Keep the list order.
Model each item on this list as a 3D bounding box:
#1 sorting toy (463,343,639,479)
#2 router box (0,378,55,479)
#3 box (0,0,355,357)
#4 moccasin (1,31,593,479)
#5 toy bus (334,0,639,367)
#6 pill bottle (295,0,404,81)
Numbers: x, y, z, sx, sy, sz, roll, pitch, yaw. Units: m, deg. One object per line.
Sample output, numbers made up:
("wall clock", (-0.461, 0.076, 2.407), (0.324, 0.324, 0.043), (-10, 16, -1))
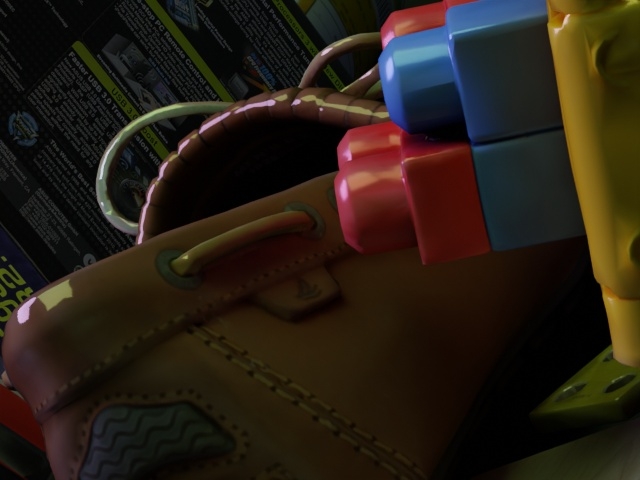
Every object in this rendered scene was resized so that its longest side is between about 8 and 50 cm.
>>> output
("sorting toy", (0.068, 0.092, 0.497), (0.132, 0.046, 0.274), (-25, 10, 37))
("router box", (-0.236, 0.200, 0.659), (0.335, 0.082, 0.301), (-22, 36, 53))
("box", (-0.087, -0.053, 0.829), (0.060, 0.270, 0.216), (-21, 25, 42))
("moccasin", (-0.002, 0.002, 0.671), (0.139, 0.147, 0.380), (-35, 4, 28))
("toy bus", (0.107, -0.054, 0.532), (0.211, 0.149, 0.220), (-11, 18, 10))
("pill bottle", (-0.052, -0.096, 1.095), (0.136, 0.136, 0.245), (-25, 21, 37))
